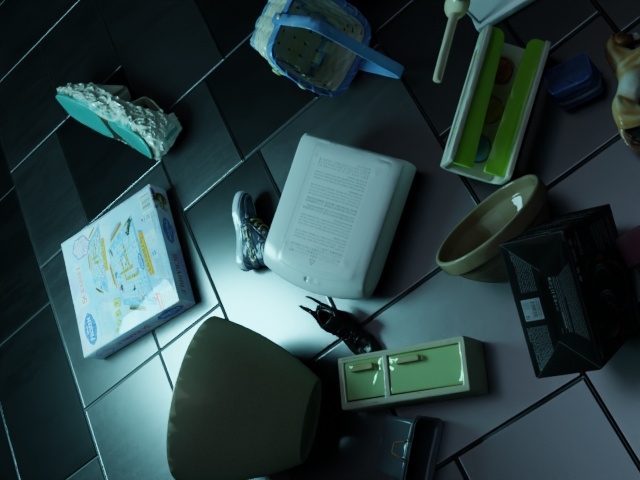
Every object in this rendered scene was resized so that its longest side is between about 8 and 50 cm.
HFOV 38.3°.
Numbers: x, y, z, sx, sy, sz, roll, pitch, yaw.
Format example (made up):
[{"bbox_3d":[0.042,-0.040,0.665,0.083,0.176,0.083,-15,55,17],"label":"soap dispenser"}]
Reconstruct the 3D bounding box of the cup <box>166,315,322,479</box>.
[{"bbox_3d":[-0.130,0.331,1.813,0.236,0.331,0.331,9,82,11],"label":"cup"}]

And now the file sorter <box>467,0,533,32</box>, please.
[{"bbox_3d":[0.318,-0.597,1.807,0.192,0.173,0.278,-28,64,26],"label":"file sorter"}]

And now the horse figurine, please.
[{"bbox_3d":[0.575,-0.259,1.612,0.174,0.066,0.264,3,77,29],"label":"horse figurine"}]

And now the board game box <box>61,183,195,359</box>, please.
[{"bbox_3d":[-0.471,0.078,2.226,0.318,0.066,0.319,-30,63,24],"label":"board game box"}]

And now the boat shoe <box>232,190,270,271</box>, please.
[{"bbox_3d":[-0.142,-0.026,2.038,0.083,0.065,0.184,-11,78,29],"label":"boat shoe"}]

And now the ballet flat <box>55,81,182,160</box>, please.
[{"bbox_3d":[-0.499,-0.320,2.331,0.408,0.147,0.147,29,95,33],"label":"ballet flat"}]

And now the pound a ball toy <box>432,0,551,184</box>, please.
[{"bbox_3d":[0.295,-0.288,1.743,0.208,0.136,0.319,16,86,0],"label":"pound a ball toy"}]

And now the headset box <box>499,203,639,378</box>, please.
[{"bbox_3d":[0.416,0.071,1.489,0.110,0.293,0.218,-14,92,34],"label":"headset box"}]

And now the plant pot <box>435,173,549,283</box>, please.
[{"bbox_3d":[0.330,-0.001,1.652,0.237,0.237,0.110,-41,100,19],"label":"plant pot"}]

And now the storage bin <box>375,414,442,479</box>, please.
[{"bbox_3d":[0.155,0.387,1.715,0.091,0.098,0.135,4,80,45],"label":"storage bin"}]

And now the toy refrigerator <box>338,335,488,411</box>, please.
[{"bbox_3d":[0.169,0.254,1.733,0.269,0.094,0.102,-14,70,31],"label":"toy refrigerator"}]

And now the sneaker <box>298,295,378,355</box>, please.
[{"bbox_3d":[0.037,0.175,1.845,0.170,0.089,0.051,43,103,34],"label":"sneaker"}]

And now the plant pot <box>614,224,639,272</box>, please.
[{"bbox_3d":[0.598,0.035,1.455,0.201,0.201,0.180,-30,79,24],"label":"plant pot"}]

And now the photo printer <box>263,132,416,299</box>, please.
[{"bbox_3d":[0.032,-0.041,1.874,0.255,0.107,0.308,17,88,23],"label":"photo printer"}]

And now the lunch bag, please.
[{"bbox_3d":[0.471,-0.291,1.690,0.098,0.065,0.067,-23,51,29],"label":"lunch bag"}]

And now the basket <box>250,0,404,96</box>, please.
[{"bbox_3d":[0.009,-0.412,1.925,0.289,0.254,0.201,20,88,55],"label":"basket"}]
